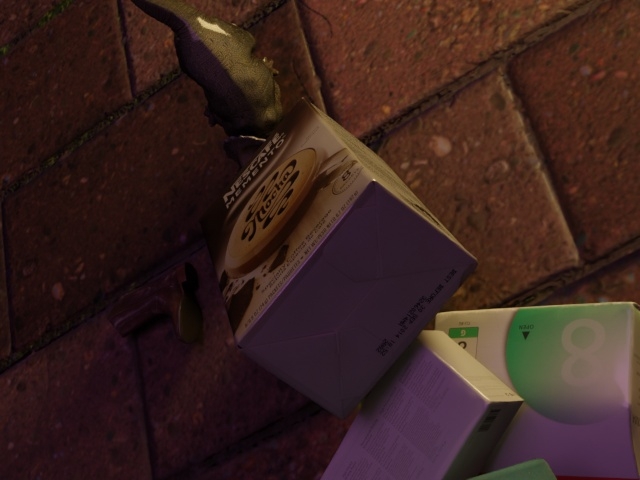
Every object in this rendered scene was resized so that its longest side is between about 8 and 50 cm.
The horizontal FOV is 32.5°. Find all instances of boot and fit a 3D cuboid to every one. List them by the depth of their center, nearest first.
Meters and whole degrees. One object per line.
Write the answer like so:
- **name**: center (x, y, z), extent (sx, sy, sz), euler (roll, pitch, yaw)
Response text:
- **boot**: center (-0.184, 0.087, 1.196), extent (0.114, 0.037, 0.106), euler (-25, 43, 22)

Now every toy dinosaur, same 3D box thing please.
- **toy dinosaur**: center (-0.096, -0.176, 1.144), extent (0.121, 0.314, 0.160), euler (-27, 26, -6)

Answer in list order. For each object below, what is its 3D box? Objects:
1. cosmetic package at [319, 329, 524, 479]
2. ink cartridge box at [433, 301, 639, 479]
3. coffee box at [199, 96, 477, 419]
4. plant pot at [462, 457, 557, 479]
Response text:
- **cosmetic package**: center (0.062, 0.198, 0.903), extent (0.099, 0.060, 0.239), euler (40, 111, 34)
- **ink cartridge box**: center (0.169, 0.165, 0.883), extent (0.181, 0.056, 0.225), euler (-6, 65, 36)
- **coffee box**: center (0.000, 0.000, 0.963), extent (0.168, 0.119, 0.297), euler (-50, 21, 7)
- **plant pot**: center (0.063, 0.277, 0.750), extent (0.165, 0.234, 0.166), euler (64, 142, 34)
